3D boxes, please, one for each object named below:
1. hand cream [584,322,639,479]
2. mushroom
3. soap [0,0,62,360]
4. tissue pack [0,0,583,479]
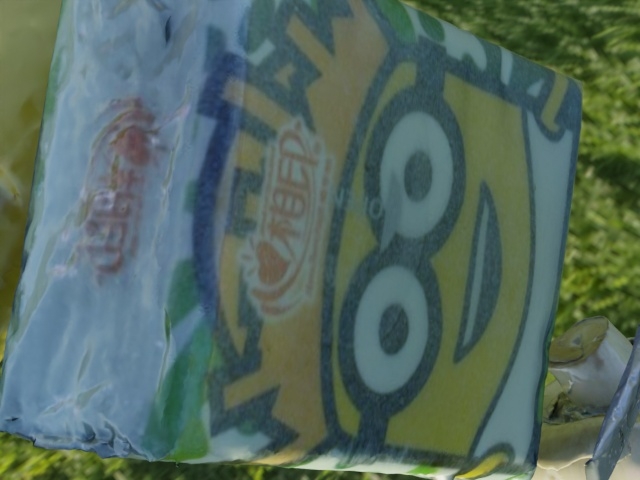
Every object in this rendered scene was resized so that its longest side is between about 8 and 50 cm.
[{"bbox_3d":[0.141,0.072,0.743,0.019,0.093,0.030,13,146,23],"label":"hand cream"},{"bbox_3d":[0.180,0.105,0.970,0.154,0.154,0.122,-21,103,18],"label":"mushroom"},{"bbox_3d":[-0.265,-0.050,1.065,0.306,0.115,0.427,20,75,30],"label":"soap"},{"bbox_3d":[0.000,0.000,0.796,0.128,0.311,0.228,4,84,36],"label":"tissue pack"}]
